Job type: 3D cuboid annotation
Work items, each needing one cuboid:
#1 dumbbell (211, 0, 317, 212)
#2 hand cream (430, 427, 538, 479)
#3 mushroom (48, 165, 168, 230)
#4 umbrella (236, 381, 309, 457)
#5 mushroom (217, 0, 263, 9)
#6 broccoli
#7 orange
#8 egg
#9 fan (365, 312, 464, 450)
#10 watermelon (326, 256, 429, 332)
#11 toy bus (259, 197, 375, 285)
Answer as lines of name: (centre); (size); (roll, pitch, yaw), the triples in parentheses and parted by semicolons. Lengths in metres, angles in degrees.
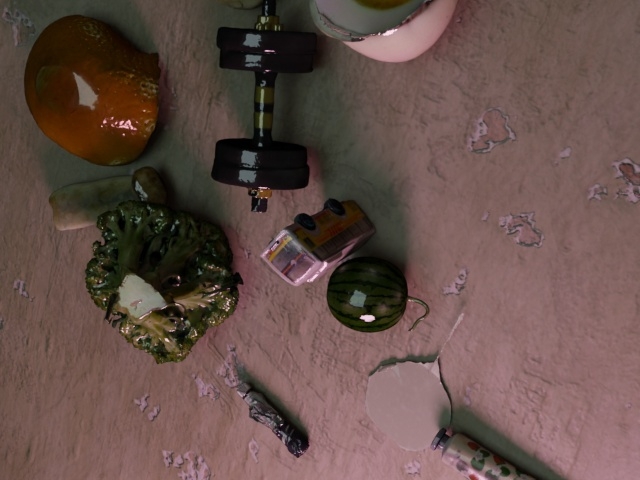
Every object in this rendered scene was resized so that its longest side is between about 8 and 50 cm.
dumbbell: (-0.104, -0.243, 1.821); (0.185, 0.185, 0.388); (10, 103, 27)
hand cream: (0.324, 0.428, 1.784); (0.276, 0.059, 0.095); (30, 115, 16)
mushroom: (-0.447, -0.086, 2.101); (0.312, 0.081, 0.099); (-9, 91, 34)
umbrella: (-0.100, 0.362, 2.006); (0.050, 0.046, 0.188); (-44, 74, -12)
mushroom: (-0.143, -0.500, 1.830); (0.154, 0.122, 0.154); (2, 93, 31)
broccoli: (-0.324, 0.086, 1.950); (0.321, 0.283, 0.303); (29, 102, 2)
orange: (-0.479, -0.298, 2.037); (0.334, 0.196, 0.262); (43, 130, 8)
egg: (0.131, -0.429, 1.673); (0.264, 0.174, 0.286); (6, 76, 31)
fan: (0.194, 0.253, 1.844); (0.182, 0.010, 0.310); (37, 117, 18)
watermelon: (0.105, 0.100, 1.799); (0.187, 0.140, 0.140); (7, 103, 8)
toy bus: (0.000, 0.000, 1.759); (0.106, 0.268, 0.092); (48, 118, 8)
